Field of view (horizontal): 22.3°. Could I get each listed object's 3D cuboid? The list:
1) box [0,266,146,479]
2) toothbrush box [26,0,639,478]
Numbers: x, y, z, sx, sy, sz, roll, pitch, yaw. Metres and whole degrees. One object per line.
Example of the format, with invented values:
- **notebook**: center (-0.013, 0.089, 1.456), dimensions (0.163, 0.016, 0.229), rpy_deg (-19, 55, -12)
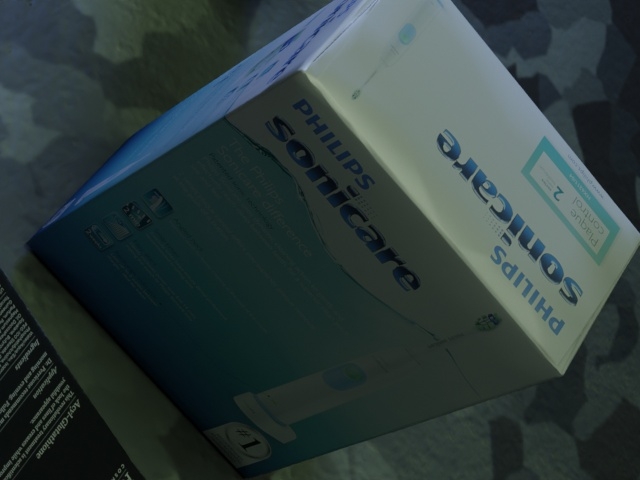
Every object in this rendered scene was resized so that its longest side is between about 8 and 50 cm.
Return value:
- **box**: center (-0.226, 0.153, 0.810), dimensions (0.261, 0.103, 0.184), rpy_deg (-55, 128, -38)
- **toothbrush box**: center (0.000, 0.000, 0.953), dimensions (0.216, 0.295, 0.126), rpy_deg (48, 51, -12)
